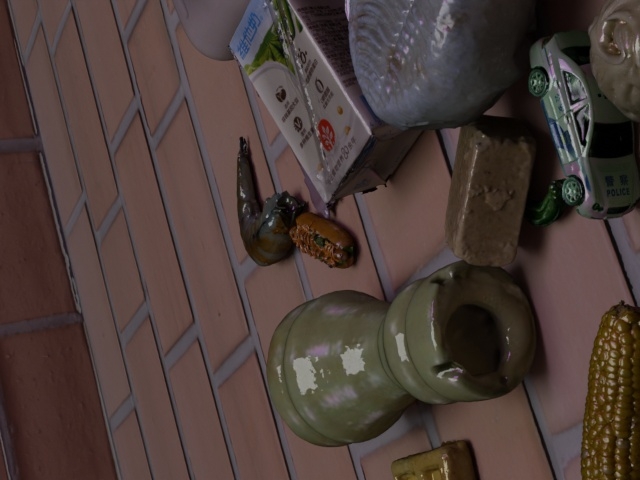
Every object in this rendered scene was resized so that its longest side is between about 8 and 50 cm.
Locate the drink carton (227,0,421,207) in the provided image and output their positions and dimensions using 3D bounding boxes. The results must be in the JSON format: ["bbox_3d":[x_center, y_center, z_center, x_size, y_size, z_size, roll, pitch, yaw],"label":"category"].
[{"bbox_3d":[0.013,-0.242,1.960,0.324,0.132,0.194,59,144,18],"label":"drink carton"}]

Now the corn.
[{"bbox_3d":[0.352,0.219,1.506,0.102,0.102,0.313,20,112,61],"label":"corn"}]

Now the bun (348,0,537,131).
[{"bbox_3d":[0.162,-0.296,1.615,0.354,0.194,0.354,-178,90,-70],"label":"bun"}]

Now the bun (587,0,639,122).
[{"bbox_3d":[0.347,-0.200,1.384,0.183,0.102,0.183,37,132,55],"label":"bun"}]

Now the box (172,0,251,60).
[{"bbox_3d":[-0.153,-0.476,2.103,0.288,0.141,0.349,67,152,15],"label":"box"}]

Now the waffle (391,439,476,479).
[{"bbox_3d":[0.190,0.439,1.936,0.168,0.057,0.274,-31,69,61],"label":"waffle"}]

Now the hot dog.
[{"bbox_3d":[0.000,0.000,2.200,0.188,0.055,0.072,27,122,58],"label":"hot dog"}]

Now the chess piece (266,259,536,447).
[{"bbox_3d":[0.110,0.155,1.855,0.442,0.234,0.234,-27,73,59],"label":"chess piece"}]

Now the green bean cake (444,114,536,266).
[{"bbox_3d":[0.215,-0.066,1.672,0.109,0.085,0.179,-101,17,-65],"label":"green bean cake"}]

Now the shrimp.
[{"bbox_3d":[-0.106,-0.051,2.415,0.287,0.068,0.185,-119,36,-55],"label":"shrimp"}]

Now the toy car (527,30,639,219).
[{"bbox_3d":[0.311,-0.135,1.492,0.076,0.090,0.224,-35,66,55],"label":"toy car"}]

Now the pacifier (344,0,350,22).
[{"bbox_3d":[0.088,-0.350,1.840,0.150,0.116,0.126,-44,74,23],"label":"pacifier"}]

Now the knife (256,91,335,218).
[{"bbox_3d":[-0.054,-0.210,2.270,0.398,0.038,0.132,63,151,32],"label":"knife"}]

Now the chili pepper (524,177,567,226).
[{"bbox_3d":[0.284,-0.045,1.640,0.118,0.035,0.055,163,108,-74],"label":"chili pepper"}]
